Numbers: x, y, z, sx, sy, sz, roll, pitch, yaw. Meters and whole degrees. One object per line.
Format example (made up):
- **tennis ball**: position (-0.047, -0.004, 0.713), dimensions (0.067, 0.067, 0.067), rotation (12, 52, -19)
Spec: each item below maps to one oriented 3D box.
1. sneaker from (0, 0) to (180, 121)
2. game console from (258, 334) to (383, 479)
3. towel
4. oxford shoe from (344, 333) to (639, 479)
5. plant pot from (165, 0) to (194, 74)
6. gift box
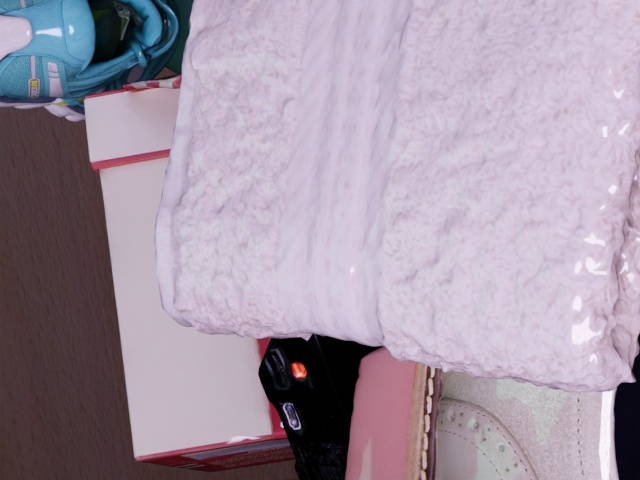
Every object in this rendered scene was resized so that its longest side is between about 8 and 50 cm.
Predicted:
- **sneaker**: position (-0.141, -0.130, 0.838), dimensions (0.275, 0.110, 0.107), rotation (-42, -55, -72)
- **game console**: position (0.091, 0.122, 0.606), dimensions (0.213, 0.044, 0.361), rotation (-43, -58, -44)
- **towel**: position (0.038, -0.099, 0.429), dimensions (0.187, 0.049, 0.282), rotation (6, 84, 42)
- **oxford shoe**: position (0.106, -0.029, 0.475), dimensions (0.146, 0.140, 0.397), rotation (-8, 77, 47)
- **plant pot**: position (-0.103, -0.285, 1.076), dimensions (0.293, 0.235, 0.293), rotation (-156, 90, -85)
- **gift box**: position (0.000, 0.000, 0.835), dimensions (0.276, 0.255, 0.258), rotation (81, 180, -76)
